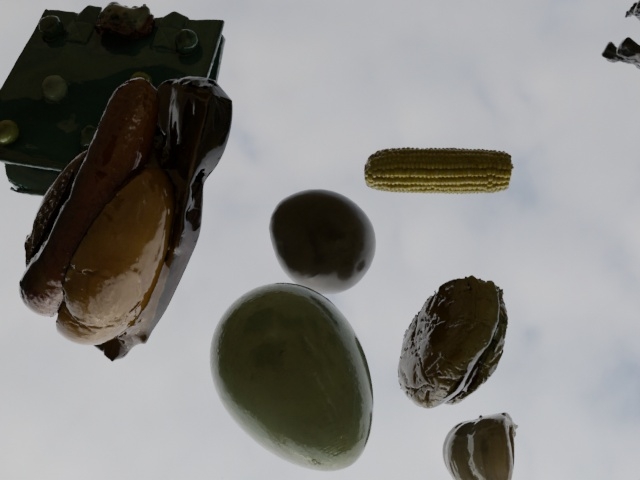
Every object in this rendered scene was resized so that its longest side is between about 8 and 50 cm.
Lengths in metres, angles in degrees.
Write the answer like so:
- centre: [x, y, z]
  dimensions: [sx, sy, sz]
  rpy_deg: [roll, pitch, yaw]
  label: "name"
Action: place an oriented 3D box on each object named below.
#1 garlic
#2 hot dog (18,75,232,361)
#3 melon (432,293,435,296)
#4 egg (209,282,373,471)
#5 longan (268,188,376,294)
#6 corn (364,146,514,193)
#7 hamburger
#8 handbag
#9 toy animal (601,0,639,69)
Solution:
- centre: [0.299, 0.412, 1.299]
  dimensions: [0.142, 0.229, 0.178]
  rpy_deg: [3, -118, 13]
  label: "garlic"
- centre: [-0.220, -0.023, 0.683]
  dimensions: [0.194, 0.326, 0.107]
  rpy_deg: [31, -160, 38]
  label: "hot dog"
- centre: [0.288, 0.166, 1.552]
  dimensions: [0.098, 0.131, 0.098]
  rpy_deg: [-17, -137, 16]
  label: "melon"
- centre: [-0.036, 0.198, 1.002]
  dimensions: [0.218, 0.218, 0.295]
  rpy_deg: [-30, -118, -12]
  label: "egg"
- centre: [0.000, 0.000, 1.534]
  dimensions: [0.248, 0.248, 0.248]
  rpy_deg: [-5, -126, 6]
  label: "longan"
- centre: [0.199, -0.120, 1.189]
  dimensions: [0.248, 0.081, 0.081]
  rpy_deg: [1, -125, 5]
  label: "corn"
- centre: [0.254, 0.226, 1.379]
  dimensions: [0.132, 0.309, 0.211]
  rpy_deg: [25, -139, -11]
  label: "hamburger"
- centre: [-0.276, -0.188, 0.890]
  dimensions: [0.268, 0.100, 0.274]
  rpy_deg: [6, -114, 10]
  label: "handbag"
- centre: [0.475, -0.274, 0.970]
  dimensions: [0.121, 0.094, 0.225]
  rpy_deg: [29, -162, 7]
  label: "toy animal"
